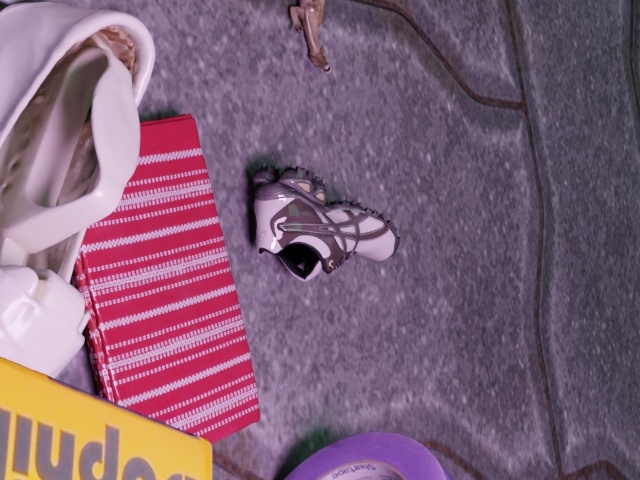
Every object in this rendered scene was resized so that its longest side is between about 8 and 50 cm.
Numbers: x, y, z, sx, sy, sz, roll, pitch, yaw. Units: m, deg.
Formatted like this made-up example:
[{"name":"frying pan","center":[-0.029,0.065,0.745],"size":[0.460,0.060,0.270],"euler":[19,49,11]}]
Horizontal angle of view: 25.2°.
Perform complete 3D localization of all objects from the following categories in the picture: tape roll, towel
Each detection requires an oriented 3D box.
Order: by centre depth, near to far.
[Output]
[{"name":"towel","center":[-0.132,0.035,1.146],"size":[0.199,0.031,0.275],"euler":[-17,95,-59]},{"name":"tape roll","center":[0.040,0.259,1.199],"size":[0.080,0.189,0.189],"euler":[53,39,-37]}]

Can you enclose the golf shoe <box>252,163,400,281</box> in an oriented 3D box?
[{"name":"golf shoe","center":[0.000,0.000,1.351],"size":[0.198,0.077,0.094],"euler":[25,69,-46]}]

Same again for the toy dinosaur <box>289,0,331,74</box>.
[{"name":"toy dinosaur","center":[-0.009,-0.261,1.453],"size":[0.092,0.053,0.183],"euler":[45,49,-65]}]

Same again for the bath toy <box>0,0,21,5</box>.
[{"name":"bath toy","center":[-0.205,-0.267,1.045],"size":[0.129,0.151,0.348],"euler":[45,30,6]}]

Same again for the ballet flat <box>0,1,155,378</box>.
[{"name":"ballet flat","center":[-0.198,0.003,0.928],"size":[0.139,0.139,0.400],"euler":[43,49,-44]}]

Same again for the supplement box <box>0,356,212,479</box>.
[{"name":"supplement box","center":[-0.246,0.169,0.588],"size":[0.194,0.356,0.195],"euler":[33,53,-51]}]
